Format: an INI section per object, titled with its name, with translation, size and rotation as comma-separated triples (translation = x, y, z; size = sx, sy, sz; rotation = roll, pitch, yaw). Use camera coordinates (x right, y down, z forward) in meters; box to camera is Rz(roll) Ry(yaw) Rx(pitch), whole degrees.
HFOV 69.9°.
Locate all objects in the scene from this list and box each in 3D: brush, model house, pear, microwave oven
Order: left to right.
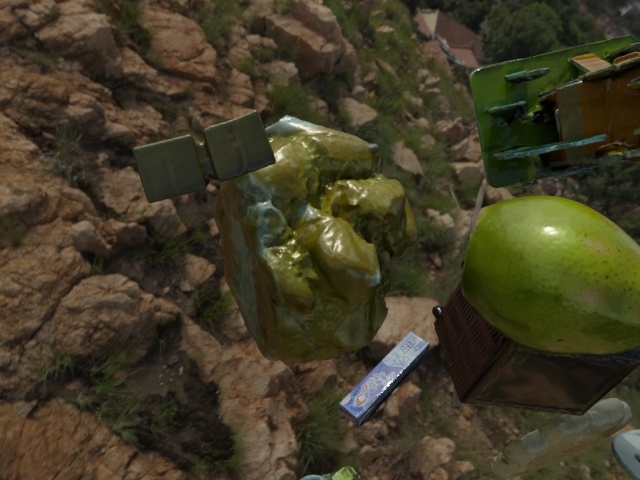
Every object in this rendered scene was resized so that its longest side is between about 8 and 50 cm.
[brush]
translation = -0.111, -0.083, 0.459
size = 0.103, 0.233, 0.047
rotation = -18, 103, -8
[microwave oven]
translation = 0.339, 0.148, 0.736
size = 0.247, 0.188, 0.178
rotation = 10, 34, -13
[pear]
translation = 0.277, 0.043, 0.525
size = 0.220, 0.187, 0.187
rotation = 17, 38, 20
[model house]
translation = 0.451, -0.226, 0.730
size = 0.358, 0.313, 0.242
rotation = -11, 94, -1

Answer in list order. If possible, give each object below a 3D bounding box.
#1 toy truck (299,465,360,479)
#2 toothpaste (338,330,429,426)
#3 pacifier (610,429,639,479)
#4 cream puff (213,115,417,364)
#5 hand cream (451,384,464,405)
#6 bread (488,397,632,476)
[toy truck]
translation = -0.019, 0.266, 0.324
size = 0.191, 0.085, 0.116
rotation = -41, 63, -12
[toothpaste]
translation = 0.162, 0.336, 1.128
size = 0.272, 0.053, 0.066
rotation = -37, 50, -26
[pacifier]
translation = 0.775, 0.426, 0.923
size = 0.343, 0.269, 0.288
rotation = 11, 13, -12
[cream puff]
translation = 0.000, 0.000, 0.717
size = 0.276, 0.378, 0.378
rotation = -12, 66, -24
[hand cream]
translation = 0.391, 0.366, 1.108
size = 0.142, 0.084, 0.053
rotation = -6, 28, -4
[bread]
translation = 0.489, 0.412, 0.938
size = 0.316, 0.316, 0.054
rotation = 9, 41, -34
